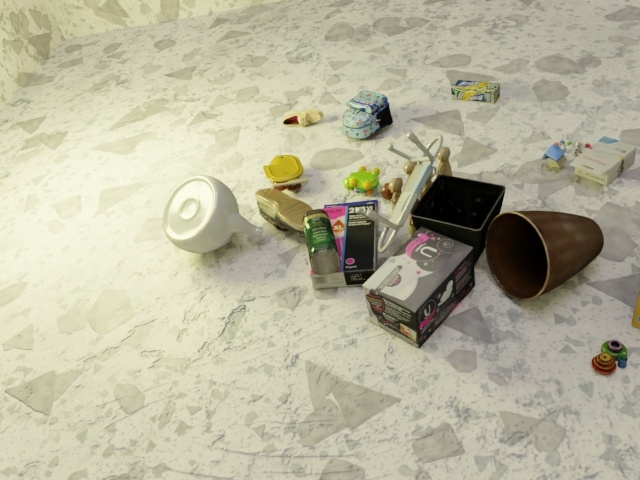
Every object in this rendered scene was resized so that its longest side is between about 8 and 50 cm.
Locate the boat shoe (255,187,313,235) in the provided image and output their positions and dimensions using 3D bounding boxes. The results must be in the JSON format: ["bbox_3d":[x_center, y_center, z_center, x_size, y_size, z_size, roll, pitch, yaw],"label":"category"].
[{"bbox_3d":[-0.105,-0.075,1.770,0.103,0.092,0.285,-23,37,-31],"label":"boat shoe"}]

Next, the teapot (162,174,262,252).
[{"bbox_3d":[-0.341,-0.065,1.765,0.252,0.187,0.256,-37,57,15],"label":"teapot"}]

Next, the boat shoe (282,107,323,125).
[{"bbox_3d":[-0.070,-0.465,2.232,0.170,0.063,0.059,-2,44,28],"label":"boat shoe"}]

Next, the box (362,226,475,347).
[{"bbox_3d":[0.244,0.106,1.425,0.163,0.142,0.247,26,54,37],"label":"box"}]

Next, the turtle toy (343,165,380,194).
[{"bbox_3d":[0.130,-0.185,1.847,0.130,0.066,0.095,12,47,28],"label":"turtle toy"}]

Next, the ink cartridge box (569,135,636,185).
[{"bbox_3d":[0.821,-0.225,1.699,0.181,0.061,0.104,-34,44,-22],"label":"ink cartridge box"}]

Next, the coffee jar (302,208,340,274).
[{"bbox_3d":[0.000,0.000,1.557,0.079,0.096,0.184,-12,41,-1],"label":"coffee jar"}]

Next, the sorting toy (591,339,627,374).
[{"bbox_3d":[0.622,0.243,1.238,0.061,0.042,0.102,25,53,36],"label":"sorting toy"}]

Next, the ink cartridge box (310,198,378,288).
[{"bbox_3d":[0.076,-0.015,1.677,0.176,0.069,0.371,-5,39,11],"label":"ink cartridge box"}]

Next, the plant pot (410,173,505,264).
[{"bbox_3d":[0.366,-0.042,1.541,0.188,0.167,0.187,16,49,30],"label":"plant pot"}]

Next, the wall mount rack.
[{"bbox_3d":[0.195,-0.140,1.483,0.130,0.350,0.304,26,2,-7],"label":"wall mount rack"}]

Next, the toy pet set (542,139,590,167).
[{"bbox_3d":[0.726,-0.281,1.763,0.114,0.065,0.122,-45,23,-5],"label":"toy pet set"}]

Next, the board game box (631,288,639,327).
[{"bbox_3d":[0.757,0.010,1.255,0.064,0.316,0.242,16,50,31],"label":"board game box"}]

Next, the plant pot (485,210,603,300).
[{"bbox_3d":[0.562,0.016,1.415,0.230,0.215,0.215,-12,38,-22],"label":"plant pot"}]

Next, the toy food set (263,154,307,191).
[{"bbox_3d":[-0.117,-0.208,1.940,0.128,0.071,0.218,-14,36,-6],"label":"toy food set"}]

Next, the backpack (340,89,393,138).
[{"bbox_3d":[0.152,-0.448,2.104,0.173,0.117,0.158,-38,45,-22],"label":"backpack"}]

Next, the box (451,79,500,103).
[{"bbox_3d":[0.572,-0.551,2.147,0.169,0.054,0.059,15,49,29],"label":"box"}]

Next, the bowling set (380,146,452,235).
[{"bbox_3d":[0.255,-0.159,1.715,0.200,0.154,0.287,13,47,28],"label":"bowling set"}]
